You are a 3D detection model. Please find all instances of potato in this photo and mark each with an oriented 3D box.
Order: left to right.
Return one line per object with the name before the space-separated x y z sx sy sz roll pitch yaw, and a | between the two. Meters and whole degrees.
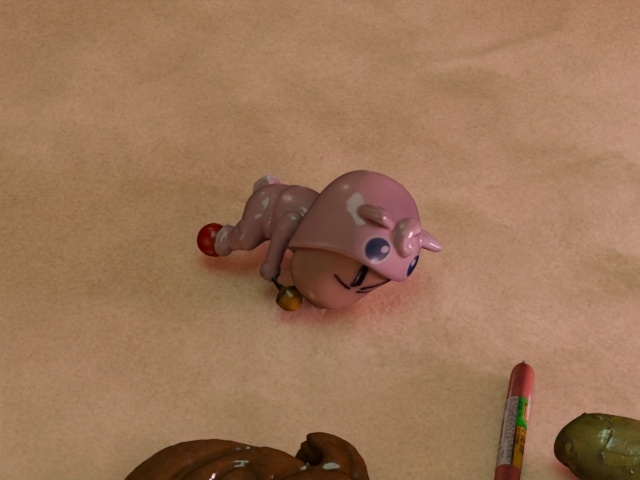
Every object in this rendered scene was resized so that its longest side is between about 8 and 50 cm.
potato | 0.347 0.252 2.051 0.188 0.085 0.105 23 72 24

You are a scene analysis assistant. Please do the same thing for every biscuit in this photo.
biscuit | -0.045 0.335 1.968 0.394 0.070 0.350 14 48 12

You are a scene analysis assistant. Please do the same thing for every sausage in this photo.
sausage | 0.220 0.222 2.111 0.029 0.029 0.223 8 47 7

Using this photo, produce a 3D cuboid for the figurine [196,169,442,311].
figurine | 0.000 0.000 2.261 0.287 0.176 0.186 12 87 31
